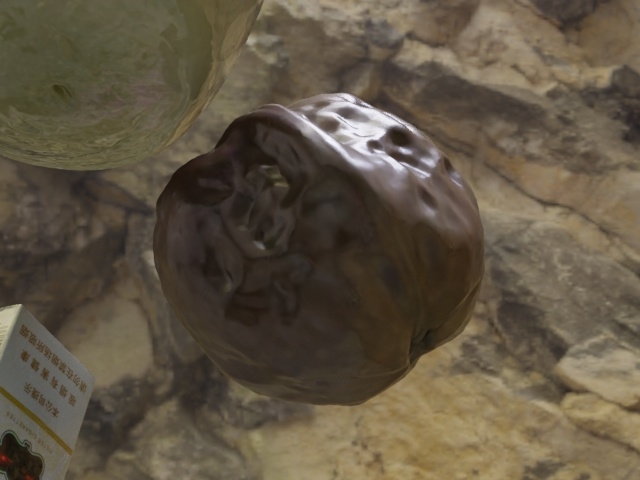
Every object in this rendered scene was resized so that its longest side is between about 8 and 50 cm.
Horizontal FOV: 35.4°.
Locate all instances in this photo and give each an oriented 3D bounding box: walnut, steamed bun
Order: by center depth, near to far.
[{"bbox_3d":[-0.002,0.002,0.818,0.273,0.227,0.273,-9,-113,21],"label":"walnut"},{"bbox_3d":[-0.182,-0.265,0.902,0.456,0.290,0.371,141,-35,-63],"label":"steamed bun"}]

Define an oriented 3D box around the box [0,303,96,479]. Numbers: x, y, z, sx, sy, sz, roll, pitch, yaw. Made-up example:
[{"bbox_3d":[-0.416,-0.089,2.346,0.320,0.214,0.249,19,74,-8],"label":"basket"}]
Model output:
[{"bbox_3d":[-0.192,0.132,0.619,0.024,0.090,0.167,-11,-134,22],"label":"box"}]
